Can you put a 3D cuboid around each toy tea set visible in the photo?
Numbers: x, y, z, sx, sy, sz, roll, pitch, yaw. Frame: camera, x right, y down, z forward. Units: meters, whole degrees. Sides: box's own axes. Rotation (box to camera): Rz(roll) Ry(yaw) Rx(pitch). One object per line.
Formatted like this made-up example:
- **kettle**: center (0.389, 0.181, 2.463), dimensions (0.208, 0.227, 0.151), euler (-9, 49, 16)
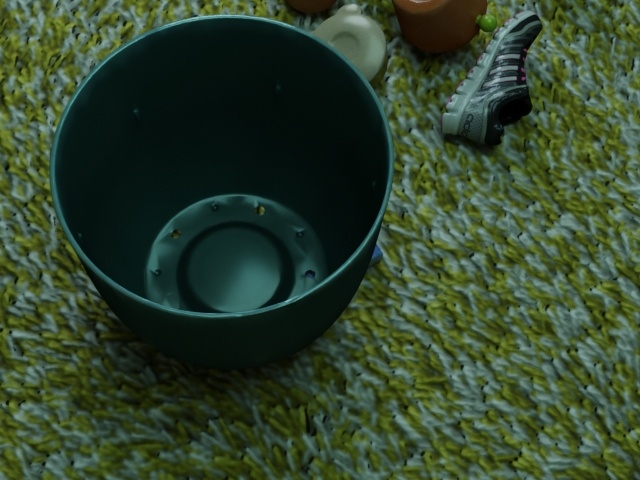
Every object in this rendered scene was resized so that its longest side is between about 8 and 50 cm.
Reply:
- **toy tea set**: center (0.039, -0.298, 1.937), dimensions (0.200, 0.124, 0.336), euler (-30, 68, 9)

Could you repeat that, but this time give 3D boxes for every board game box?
- **board game box**: center (0.000, 0.000, 1.782), dimensions (0.090, 0.020, 0.090), euler (-25, 66, -22)

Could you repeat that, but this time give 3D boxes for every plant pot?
- **plant pot**: center (-0.083, -0.016, 1.642), dimensions (0.293, 0.235, 0.293), euler (0, 63, 0)

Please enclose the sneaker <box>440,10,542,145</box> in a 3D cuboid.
- **sneaker**: center (0.193, -0.162, 1.885), dimensions (0.074, 0.063, 0.170), euler (31, 65, 11)
